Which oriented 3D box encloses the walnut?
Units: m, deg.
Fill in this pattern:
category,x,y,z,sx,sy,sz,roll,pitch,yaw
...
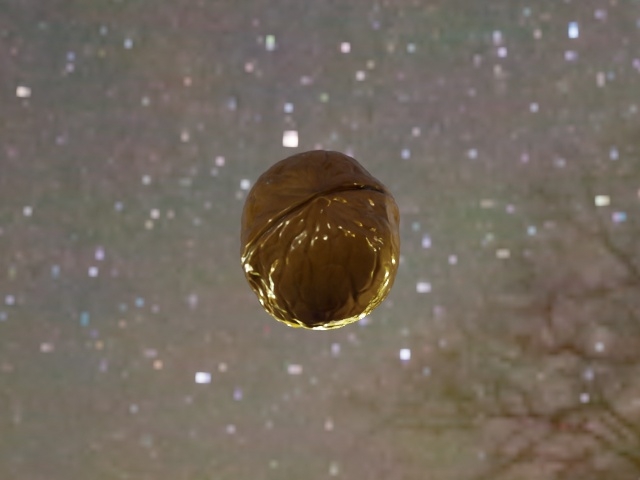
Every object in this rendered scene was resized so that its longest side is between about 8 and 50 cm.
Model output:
category,x,y,z,sx,sy,sz,roll,pitch,yaw
walnut,0.000,0.000,1.743,0.167,0.167,0.207,1,-22,-1
